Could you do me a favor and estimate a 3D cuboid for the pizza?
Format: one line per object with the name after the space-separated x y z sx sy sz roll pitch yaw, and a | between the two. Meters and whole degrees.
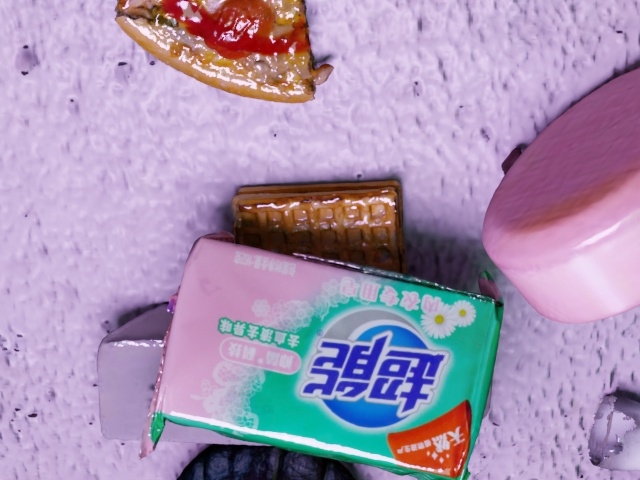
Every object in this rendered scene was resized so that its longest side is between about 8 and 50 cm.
-0.059 -0.209 1.584 0.188 0.062 0.199 19 116 -10 | pizza

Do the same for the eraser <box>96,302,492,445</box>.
-0.019 0.121 1.745 0.352 0.077 0.111 2 117 1 | eraser

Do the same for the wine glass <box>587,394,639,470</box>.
0.326 0.188 1.774 0.155 0.072 0.072 15 117 -6 | wine glass

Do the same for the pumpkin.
-0.048 0.272 1.791 0.202 0.140 0.202 2 117 4 | pumpkin

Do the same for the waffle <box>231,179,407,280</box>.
0.000 -0.001 1.700 0.148 0.042 0.102 -4 118 4 | waffle

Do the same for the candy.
0.240 -0.043 1.565 0.255 0.255 0.094 -35 110 18 | candy

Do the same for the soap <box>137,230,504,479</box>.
0.004 0.105 1.635 0.273 0.098 0.218 13 86 2 | soap
